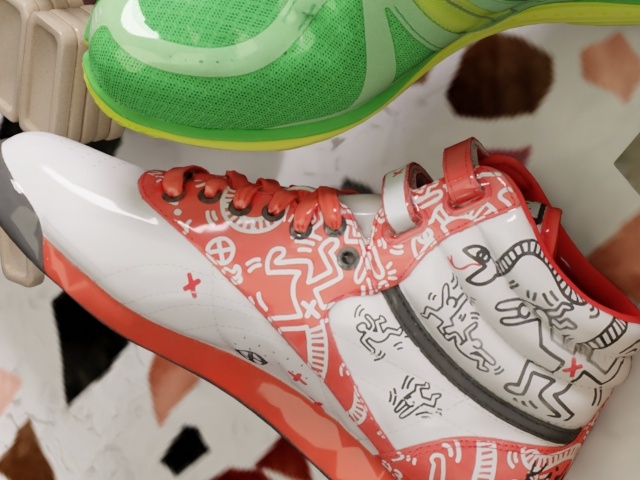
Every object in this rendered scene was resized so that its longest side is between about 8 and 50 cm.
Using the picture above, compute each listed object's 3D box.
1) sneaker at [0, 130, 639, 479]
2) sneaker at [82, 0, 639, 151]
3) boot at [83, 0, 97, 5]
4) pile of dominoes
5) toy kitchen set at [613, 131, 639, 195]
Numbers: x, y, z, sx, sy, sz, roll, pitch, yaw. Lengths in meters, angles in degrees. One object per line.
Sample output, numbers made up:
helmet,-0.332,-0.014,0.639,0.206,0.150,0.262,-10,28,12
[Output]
sneaker,0.001,0.000,0.643,0.270,0.090,0.145,37,106,4
sneaker,0.047,-0.121,0.581,0.295,0.123,0.109,-16,65,5
boot,-0.016,-0.148,0.700,0.248,0.090,0.207,6,106,24
pile of dominoes,-0.178,-0.116,0.767,0.251,0.040,0.196,38,128,38
toy kitchen set,0.166,-0.029,0.610,0.068,0.075,0.083,-50,28,16
